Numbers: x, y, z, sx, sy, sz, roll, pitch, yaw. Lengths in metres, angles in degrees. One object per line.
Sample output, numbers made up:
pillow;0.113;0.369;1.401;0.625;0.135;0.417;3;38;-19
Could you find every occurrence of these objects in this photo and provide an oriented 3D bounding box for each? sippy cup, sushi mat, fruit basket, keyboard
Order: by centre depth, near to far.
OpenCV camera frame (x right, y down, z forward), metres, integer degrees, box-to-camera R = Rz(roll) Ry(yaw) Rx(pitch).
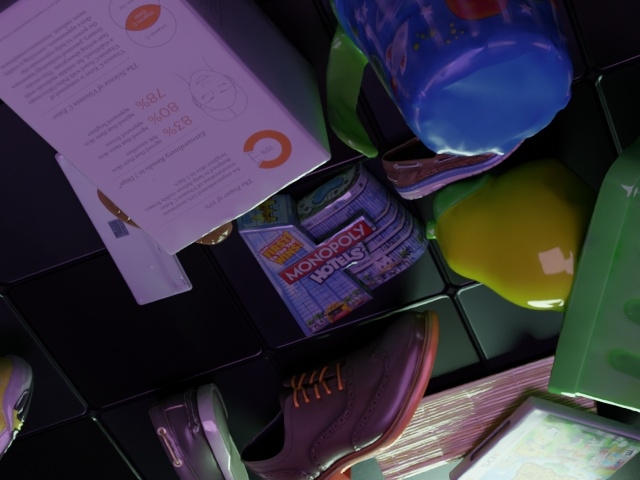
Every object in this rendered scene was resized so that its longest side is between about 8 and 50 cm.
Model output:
sippy cup;0.140;-0.212;1.572;0.240;0.224;0.305;-5;141;-14
fruit basket;0.329;-0.002;1.840;0.392;0.283;0.392;25;134;29
keyboard;-0.229;-0.019;1.868;0.072;0.014;0.256;-13;132;12
sushi mat;0.217;0.241;2.150;0.317;0.019;0.151;-19;130;10

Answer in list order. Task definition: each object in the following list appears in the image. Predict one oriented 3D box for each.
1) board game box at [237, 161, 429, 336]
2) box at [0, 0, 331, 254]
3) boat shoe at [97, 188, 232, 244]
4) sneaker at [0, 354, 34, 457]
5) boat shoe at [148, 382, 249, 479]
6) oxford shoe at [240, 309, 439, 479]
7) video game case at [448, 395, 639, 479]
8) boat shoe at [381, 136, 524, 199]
board game box;0.000;0.000;1.880;0.194;0.060;0.194;-33;128;20
box;-0.178;-0.184;1.621;0.215;0.168;0.345;-30;128;18
boat shoe;-0.181;-0.047;1.815;0.170;0.059;0.063;23;123;-31
sneaker;-0.529;0.242;1.972;0.385;0.145;0.147;-28;129;15
boat shoe;-0.150;0.319;2.116;0.091;0.109;0.305;-11;126;4
oxford shoe;0.024;0.209;2.028;0.133;0.130;0.363;25;124;-19
video game case;0.317;0.301;2.193;0.212;0.023;0.193;18;131;-28
boat shoe;0.153;-0.110;1.797;0.183;0.066;0.066;-30;127;18
